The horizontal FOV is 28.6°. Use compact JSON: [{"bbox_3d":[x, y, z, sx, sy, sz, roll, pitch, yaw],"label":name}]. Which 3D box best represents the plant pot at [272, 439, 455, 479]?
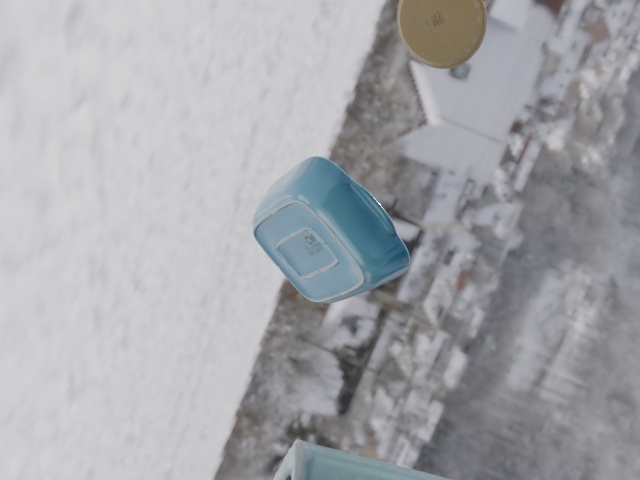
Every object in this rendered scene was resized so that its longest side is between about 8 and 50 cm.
[{"bbox_3d":[0.078,0.269,0.640,0.247,0.252,0.248,112,-16,-60],"label":"plant pot"}]

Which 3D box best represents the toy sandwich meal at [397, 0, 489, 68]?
[{"bbox_3d":[0.098,-0.176,0.978,0.029,0.085,0.085,-24,139,-55],"label":"toy sandwich meal"}]

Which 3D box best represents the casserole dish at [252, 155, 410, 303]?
[{"bbox_3d":[0.000,0.000,0.976,0.037,0.114,0.188,-43,-174,-22],"label":"casserole dish"}]
